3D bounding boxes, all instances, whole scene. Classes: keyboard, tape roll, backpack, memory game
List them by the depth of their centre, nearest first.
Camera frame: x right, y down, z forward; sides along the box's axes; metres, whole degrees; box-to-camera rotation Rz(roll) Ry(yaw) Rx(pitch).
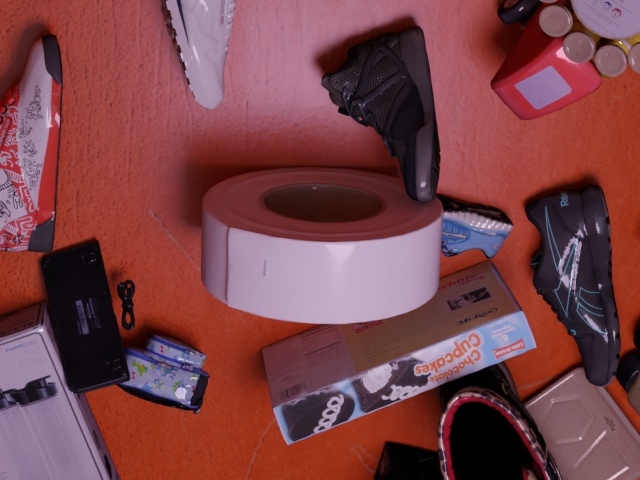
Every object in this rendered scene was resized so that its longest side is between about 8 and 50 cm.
[{"bbox_3d":[0.314,-0.263,1.645,0.186,0.012,0.186,14,122,24],"label":"memory game"},{"bbox_3d":[0.000,0.000,1.802,0.286,0.286,0.100,0,110,-7],"label":"tape roll"},{"bbox_3d":[-0.275,0.091,1.895,0.108,0.023,0.180,-16,77,5],"label":"keyboard"},{"bbox_3d":[-0.200,0.163,1.936,0.114,0.105,0.084,17,84,-9],"label":"backpack"}]

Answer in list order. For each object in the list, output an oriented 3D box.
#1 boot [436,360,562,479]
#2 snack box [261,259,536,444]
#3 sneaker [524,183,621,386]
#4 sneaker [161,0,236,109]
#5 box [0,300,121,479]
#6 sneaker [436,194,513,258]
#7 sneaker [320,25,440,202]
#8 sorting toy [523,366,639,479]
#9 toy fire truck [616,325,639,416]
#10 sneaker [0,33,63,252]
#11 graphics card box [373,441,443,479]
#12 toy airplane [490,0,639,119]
[{"bbox_3d":[0.241,0.321,1.896,0.138,0.284,0.377,-20,90,7],"label":"boot"},{"bbox_3d":[0.091,0.134,1.912,0.322,0.187,0.060,-21,110,1],"label":"snack box"},{"bbox_3d":[0.327,0.060,1.975,0.106,0.101,0.267,-7,103,8],"label":"sneaker"},{"bbox_3d":[-0.135,-0.268,1.802,0.095,0.090,0.235,-16,112,-11],"label":"sneaker"},{"bbox_3d":[-0.373,0.239,1.947,0.169,0.087,0.289,-20,111,1],"label":"box"},{"bbox_3d":[0.159,-0.012,1.936,0.162,0.063,0.073,14,110,-11],"label":"sneaker"},{"bbox_3d":[0.074,-0.142,1.825,0.130,0.087,0.227,-10,68,7],"label":"sneaker"},{"bbox_3d":[0.322,0.288,2.077,0.208,0.038,0.193,-35,109,11],"label":"sorting toy"},{"bbox_3d":[0.549,0.159,2.005,0.246,0.158,0.217,1,125,-29],"label":"toy fire truck"},{"bbox_3d":[-0.381,-0.114,1.821,0.145,0.090,0.270,3,111,-10],"label":"sneaker"},{"bbox_3d":[0.084,0.478,2.008,0.094,0.233,0.370,13,106,-7],"label":"graphics card box"},{"bbox_3d":[0.402,-0.310,1.748,0.386,0.272,0.384,2,108,-7],"label":"toy airplane"}]
